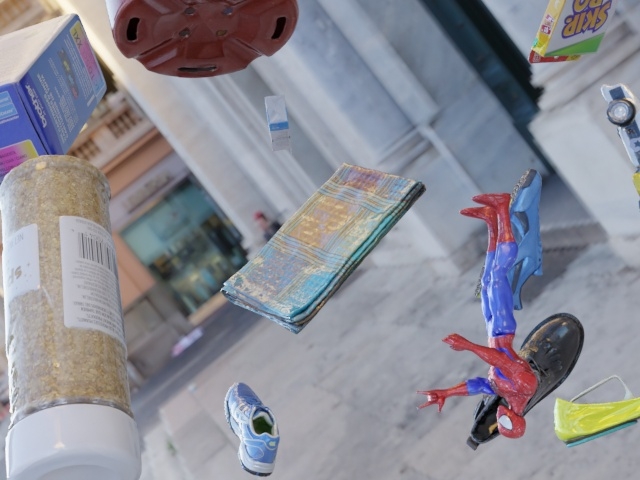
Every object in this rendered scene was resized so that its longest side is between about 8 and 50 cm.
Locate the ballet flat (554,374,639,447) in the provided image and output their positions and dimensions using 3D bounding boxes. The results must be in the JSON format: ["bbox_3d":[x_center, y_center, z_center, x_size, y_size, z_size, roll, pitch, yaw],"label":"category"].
[{"bbox_3d":[0.419,0.211,1.551,0.231,0.077,0.077,-15,-13,5],"label":"ballet flat"}]

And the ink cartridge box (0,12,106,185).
[{"bbox_3d":[-0.504,-0.182,1.748,0.270,0.151,0.395,-15,23,12],"label":"ink cartridge box"}]

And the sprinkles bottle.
[{"bbox_3d":[-0.252,0.081,1.157,0.121,0.121,0.355,-36,47,27],"label":"sprinkles bottle"}]

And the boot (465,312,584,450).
[{"bbox_3d":[0.318,0.215,1.787,0.263,0.091,0.229,-51,-11,-1],"label":"boot"}]

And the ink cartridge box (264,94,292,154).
[{"bbox_3d":[-0.058,-0.158,1.629,0.028,0.048,0.083,-8,-30,-1],"label":"ink cartridge box"}]

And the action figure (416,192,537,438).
[{"bbox_3d":[0.173,0.094,1.365,0.139,0.280,0.091,-7,-14,-7],"label":"action figure"}]

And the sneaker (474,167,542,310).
[{"bbox_3d":[0.295,0.001,1.717,0.069,0.082,0.209,-10,-61,-87],"label":"sneaker"}]

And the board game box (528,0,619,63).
[{"bbox_3d":[0.395,-0.371,1.717,0.124,0.039,0.259,-10,-47,-37],"label":"board game box"}]

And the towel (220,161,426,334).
[{"bbox_3d":[0.000,0.000,2.204,0.370,0.040,0.271,-48,33,-16],"label":"towel"}]

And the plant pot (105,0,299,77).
[{"bbox_3d":[-0.142,-0.342,1.298,0.272,0.265,0.272,-8,-23,-3],"label":"plant pot"}]

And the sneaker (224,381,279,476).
[{"bbox_3d":[-0.110,0.314,2.047,0.081,0.080,0.211,-66,30,26],"label":"sneaker"}]

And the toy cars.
[{"bbox_3d":[0.438,-0.064,1.450,0.087,0.176,0.394,-23,33,17],"label":"toy cars"}]
